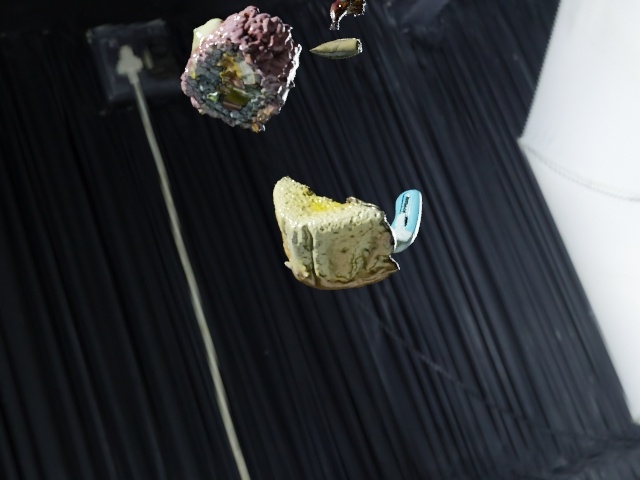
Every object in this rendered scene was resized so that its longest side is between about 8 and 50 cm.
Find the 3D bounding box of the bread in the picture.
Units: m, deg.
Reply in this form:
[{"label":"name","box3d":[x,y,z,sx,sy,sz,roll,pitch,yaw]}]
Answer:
[{"label":"bread","box3d":[0.000,0.006,1.634,0.133,0.252,0.174,-39,-44,-35]}]

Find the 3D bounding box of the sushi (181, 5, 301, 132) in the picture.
[{"label":"sushi","box3d":[-0.167,-0.372,2.037,0.237,0.170,0.270,32,-29,-12]}]

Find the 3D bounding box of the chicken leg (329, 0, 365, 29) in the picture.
[{"label":"chicken leg","box3d":[0.052,-0.504,2.124,0.145,0.062,0.037,-41,-13,-39]}]

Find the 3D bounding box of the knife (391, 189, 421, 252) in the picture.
[{"label":"knife","box3d":[0.148,-0.040,1.733,0.064,0.031,0.222,-18,23,20]}]

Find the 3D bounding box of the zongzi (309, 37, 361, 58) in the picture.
[{"label":"zongzi","box3d":[0.033,-0.388,1.950,0.076,0.040,0.083,-1,3,43]}]
